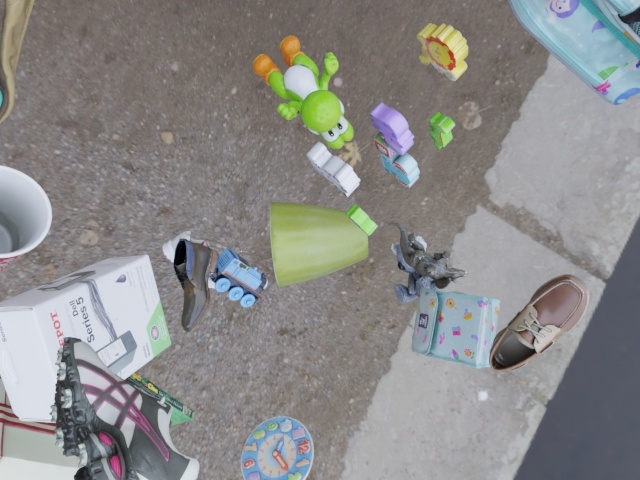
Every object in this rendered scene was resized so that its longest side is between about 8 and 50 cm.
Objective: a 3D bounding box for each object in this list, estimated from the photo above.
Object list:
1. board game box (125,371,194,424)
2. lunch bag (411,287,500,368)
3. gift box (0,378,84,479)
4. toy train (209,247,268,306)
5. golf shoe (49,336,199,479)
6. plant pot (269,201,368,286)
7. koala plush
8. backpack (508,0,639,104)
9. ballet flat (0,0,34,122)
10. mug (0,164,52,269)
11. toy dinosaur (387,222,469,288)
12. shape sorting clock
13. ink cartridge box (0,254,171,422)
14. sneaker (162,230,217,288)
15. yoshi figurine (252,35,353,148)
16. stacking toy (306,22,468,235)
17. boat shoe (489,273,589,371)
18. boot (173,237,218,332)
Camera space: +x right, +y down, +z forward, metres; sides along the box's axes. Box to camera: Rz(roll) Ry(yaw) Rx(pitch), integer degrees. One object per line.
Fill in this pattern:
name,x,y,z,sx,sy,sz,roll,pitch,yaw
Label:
board game box,-0.475,0.435,1.293,0.136,0.030,0.260,-22,130,15
lunch bag,0.414,0.271,1.527,0.160,0.262,0.224,13,84,-49
gift box,-0.658,0.448,0.972,0.258,0.276,0.255,35,87,-38
toy train,-0.217,0.105,1.289,0.105,0.080,0.184,-48,131,1
golf shoe,-0.254,0.220,0.588,0.120,0.273,0.105,0,120,-41
plant pot,0.000,0.000,1.536,0.293,0.275,0.275,-5,90,1
koala plush,0.363,0.093,1.821,0.203,0.196,0.221,-29,89,-27
backpack,0.252,-0.254,0.374,0.253,0.191,0.225,29,57,-27
ballet flat,-0.247,-0.149,0.349,0.080,0.232,0.073,36,55,-30
mug,-0.441,-0.023,0.606,0.150,0.169,0.113,32,56,-29
toy dinosaur,0.331,0.064,1.567,0.313,0.160,0.121,30,69,12
shape sorting clock,-0.116,0.569,1.269,0.206,0.206,0.040,-29,138,-9
ink cartridge box,-0.412,0.160,0.855,0.114,0.273,0.199,-5,104,20
sneaker,-0.399,0.065,1.608,0.111,0.103,0.252,-44,117,11
yoshi figurine,-0.038,-0.422,1.348,0.203,0.204,0.362,-20,66,-42
stacking toy,0.085,-0.096,0.511,0.167,0.221,0.052,-47,67,-2
boat shoe,0.526,0.219,1.171,0.123,0.324,0.116,40,38,23
boot,-0.321,0.102,1.147,0.106,0.082,0.219,39,48,-46
